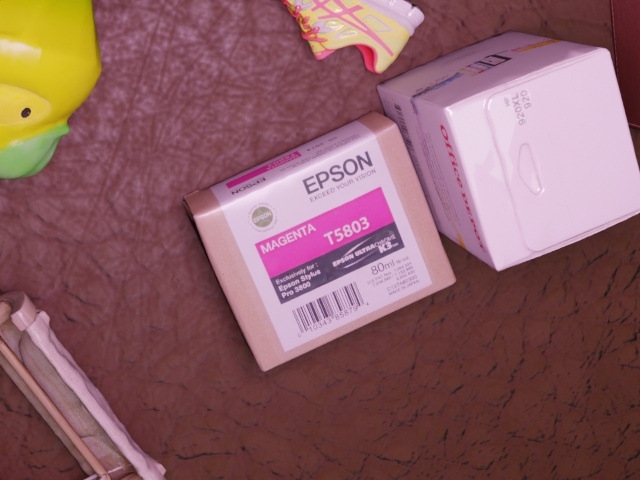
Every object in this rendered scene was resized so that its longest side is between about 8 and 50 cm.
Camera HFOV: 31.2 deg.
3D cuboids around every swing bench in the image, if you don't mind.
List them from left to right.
[{"bbox_3d":[-0.326,0.214,1.154,0.255,0.165,0.253,-35,108,-9],"label":"swing bench"}]

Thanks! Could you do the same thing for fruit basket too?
[{"bbox_3d":[-0.274,-0.243,1.013,0.392,0.283,0.391,1,86,-15],"label":"fruit basket"}]

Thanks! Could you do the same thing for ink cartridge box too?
[{"bbox_3d":[0.000,0.000,1.214,0.235,0.088,0.193,-25,109,-6],"label":"ink cartridge box"},{"bbox_3d":[0.187,-0.099,1.157,0.168,0.232,0.171,-23,108,-7],"label":"ink cartridge box"}]

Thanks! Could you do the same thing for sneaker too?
[{"bbox_3d":[0.001,-0.233,1.160,0.209,0.081,0.094,22,100,-18],"label":"sneaker"}]

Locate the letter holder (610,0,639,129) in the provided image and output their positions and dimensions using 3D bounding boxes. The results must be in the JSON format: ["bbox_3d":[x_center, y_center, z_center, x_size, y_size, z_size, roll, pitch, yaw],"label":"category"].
[{"bbox_3d":[0.414,-0.264,1.180,0.152,0.214,0.301,-12,106,-10],"label":"letter holder"}]
